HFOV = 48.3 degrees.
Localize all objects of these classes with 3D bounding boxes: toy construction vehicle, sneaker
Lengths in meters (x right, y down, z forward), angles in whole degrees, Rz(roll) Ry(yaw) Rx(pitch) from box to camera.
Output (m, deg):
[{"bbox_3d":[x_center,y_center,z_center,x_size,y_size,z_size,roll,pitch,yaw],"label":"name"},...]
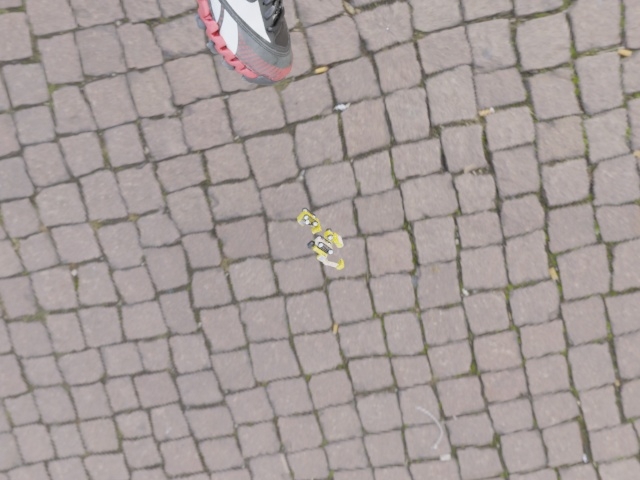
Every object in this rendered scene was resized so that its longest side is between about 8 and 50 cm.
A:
[{"bbox_3d":[0.000,0.000,1.240,0.035,0.086,0.098,-40,128,20],"label":"toy construction vehicle"},{"bbox_3d":[-0.080,-0.286,0.783,0.135,0.097,0.276,-4,138,26],"label":"sneaker"}]
